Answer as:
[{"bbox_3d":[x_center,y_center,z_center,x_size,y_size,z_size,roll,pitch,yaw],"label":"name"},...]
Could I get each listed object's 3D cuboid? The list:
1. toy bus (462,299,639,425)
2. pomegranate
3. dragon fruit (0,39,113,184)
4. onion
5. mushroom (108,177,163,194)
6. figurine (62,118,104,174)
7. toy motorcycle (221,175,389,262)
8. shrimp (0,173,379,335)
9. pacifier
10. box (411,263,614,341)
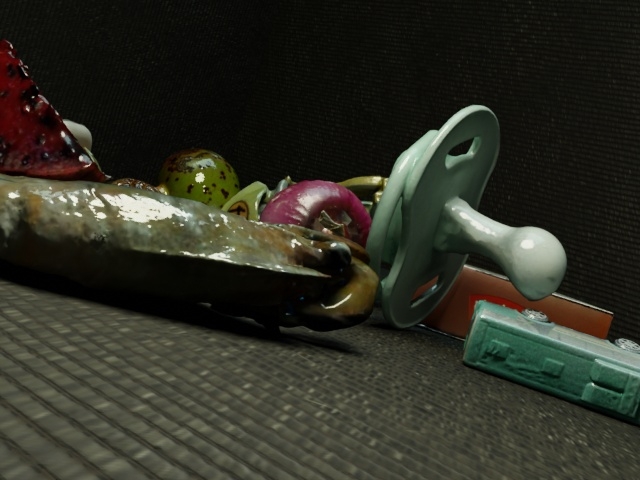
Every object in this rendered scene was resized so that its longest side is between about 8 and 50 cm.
[{"bbox_3d":[0.309,0.154,0.957,0.261,0.091,0.109,17,12,14],"label":"toy bus"},{"bbox_3d":[-0.299,-0.097,1.705,0.245,0.198,0.198,-23,8,-7],"label":"pomegranate"},{"bbox_3d":[-0.503,-0.112,1.291,0.286,0.228,0.329,49,-15,9],"label":"dragon fruit"},{"bbox_3d":[-0.005,0.001,1.098,0.153,0.177,0.177,6,-6,37],"label":"onion"},{"bbox_3d":[-0.351,-0.072,1.467,0.126,0.085,0.109,8,7,-33],"label":"mushroom"},{"bbox_3d":[-0.517,-0.143,1.660,0.141,0.166,0.250,41,-9,7],"label":"figurine"},{"bbox_3d":[-0.017,-0.025,1.366,0.409,0.169,0.237,-1,-9,-11],"label":"toy motorcycle"},{"bbox_3d":[-0.152,0.011,0.724,0.445,0.110,0.221,13,-6,-18],"label":"shrimp"},{"bbox_3d":[0.199,-0.001,1.048,0.269,0.344,0.288,26,36,32],"label":"pacifier"},{"bbox_3d":[0.310,0.119,1.424,0.344,0.122,0.385,18,2,7],"label":"box"}]
